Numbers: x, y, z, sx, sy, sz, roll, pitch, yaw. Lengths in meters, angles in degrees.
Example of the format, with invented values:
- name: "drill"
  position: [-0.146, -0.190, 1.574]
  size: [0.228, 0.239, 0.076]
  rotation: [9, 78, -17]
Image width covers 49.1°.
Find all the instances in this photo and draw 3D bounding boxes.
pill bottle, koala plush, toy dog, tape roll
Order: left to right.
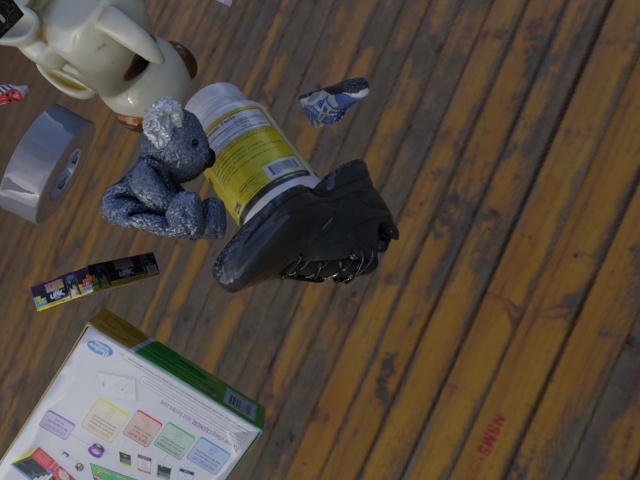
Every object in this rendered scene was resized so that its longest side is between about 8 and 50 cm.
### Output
- name: "tape roll"
  position: [-0.503, -0.140, 1.299]
  size: [0.219, 0.072, 0.219]
  rotation: [-60, 10, 17]
- name: "toy dog"
  position: [-0.421, -0.410, 1.468]
  size: [0.396, 0.408, 0.284]
  rotation: [16, 77, 21]
- name: "koala plush"
  position: [-0.257, -0.122, 1.177]
  size: [0.204, 0.196, 0.221]
  rotation: [11, 92, 7]
- name: "pill bottle"
  position: [-0.145, -0.163, 1.438]
  size: [0.188, 0.188, 0.334]
  rotation: [-45, 64, 21]

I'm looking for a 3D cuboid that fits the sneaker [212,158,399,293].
- name: "sneaker"
  position: [0.000, 0.000, 0.808]
  size: [0.130, 0.286, 0.109]
  rotation: [53, 136, 6]

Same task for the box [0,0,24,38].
- name: "box"
  position: [-0.508, -0.308, 0.810]
  size: [0.247, 0.142, 0.163]
  rotation: [38, 81, 9]

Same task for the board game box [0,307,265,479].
- name: "board game box"
  position: [-0.254, 0.278, 0.860]
  size: [0.316, 0.242, 0.064]
  rotation: [-54, 7, 9]

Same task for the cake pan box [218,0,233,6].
- name: "cake pan box"
  position: [-0.236, -0.581, 1.267]
  size: [0.267, 0.246, 0.070]
  rotation: [131, 156, -57]

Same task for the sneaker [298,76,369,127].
- name: "sneaker"
  position: [0.037, -0.293, 1.494]
  size: [0.211, 0.080, 0.081]
  rotation: [0, 111, 57]

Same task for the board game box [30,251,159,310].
- name: "board game box"
  position: [-0.394, 0.070, 1.237]
  size: [0.141, 0.170, 0.048]
  rotation: [-17, 89, 26]

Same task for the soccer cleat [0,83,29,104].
- name: "soccer cleat"
  position: [-0.469, -0.216, 1.035]
  size: [0.083, 0.029, 0.035]
  rotation: [-1, 35, 20]
